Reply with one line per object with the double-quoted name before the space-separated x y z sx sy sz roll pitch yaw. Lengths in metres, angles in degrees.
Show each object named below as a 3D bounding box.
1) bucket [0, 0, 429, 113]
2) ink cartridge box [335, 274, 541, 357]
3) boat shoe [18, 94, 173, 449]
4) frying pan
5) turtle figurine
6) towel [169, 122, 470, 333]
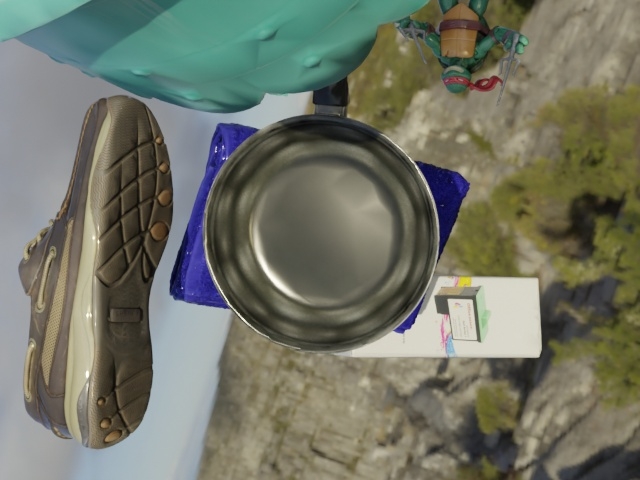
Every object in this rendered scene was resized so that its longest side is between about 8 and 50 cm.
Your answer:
"bucket" -0.072 -0.193 0.396 0.183 0.281 0.281 3 -73 -65
"ink cartridge box" 0.151 0.110 1.488 0.201 0.278 0.117 162 109 -75
"boat shoe" -0.241 0.026 1.037 0.132 0.130 0.356 23 -108 -66
"frying pan" -0.019 -0.067 0.851 0.053 0.197 0.326 -24 -83 -78
"turtle figurine" 0.187 -0.288 1.392 0.118 0.175 0.234 77 -163 -80
"towel" 0.000 0.000 1.177 0.076 0.308 0.228 -113 37 -54
